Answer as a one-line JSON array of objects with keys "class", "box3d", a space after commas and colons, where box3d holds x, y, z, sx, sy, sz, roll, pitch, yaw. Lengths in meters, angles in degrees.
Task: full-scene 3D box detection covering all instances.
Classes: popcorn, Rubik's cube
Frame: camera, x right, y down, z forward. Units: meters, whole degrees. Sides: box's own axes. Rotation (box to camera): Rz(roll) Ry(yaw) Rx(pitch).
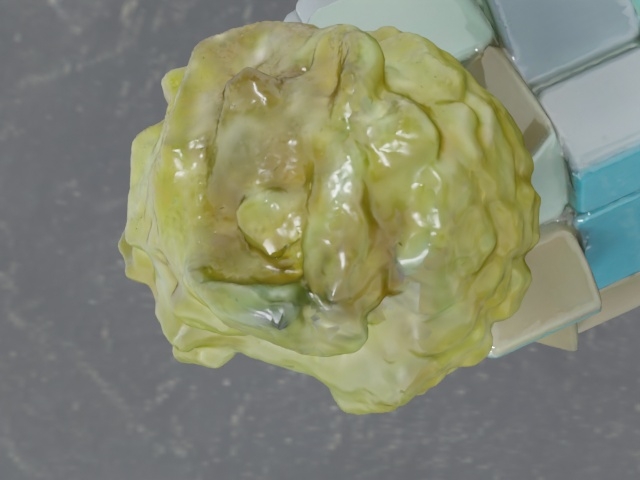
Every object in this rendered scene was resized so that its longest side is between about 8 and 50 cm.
[{"class": "popcorn", "box3d": [0.000, -0.009, 0.700, 0.173, 0.173, 0.142, -27, 57, 29]}, {"class": "Rubik's cube", "box3d": [0.094, -0.063, 0.828, 0.213, 0.265, 0.224, -23, 62, -5]}]
